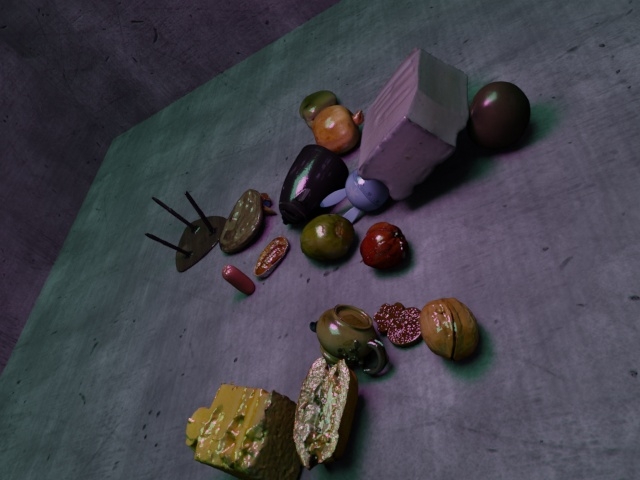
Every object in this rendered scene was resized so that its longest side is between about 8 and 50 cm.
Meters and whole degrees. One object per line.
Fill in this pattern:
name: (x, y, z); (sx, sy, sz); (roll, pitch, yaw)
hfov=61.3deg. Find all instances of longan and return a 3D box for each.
longan: (0.560, -0.393, 1.698); (0.197, 0.220, 0.196); (-2, 40, 1)

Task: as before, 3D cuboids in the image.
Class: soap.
soap: (0.302, -0.390, 1.799); (0.350, 0.213, 0.434); (-44, 23, 39)

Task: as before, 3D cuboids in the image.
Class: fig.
fig: (0.002, -0.012, 1.866); (0.234, 0.167, 0.167); (1, 55, 33)

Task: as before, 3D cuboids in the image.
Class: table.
table: (-0.599, -0.081, 2.380); (0.318, 0.249, 0.317); (-24, 42, 23)

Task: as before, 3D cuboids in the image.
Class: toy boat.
toy boat: (-0.236, -0.157, 2.284); (0.066, 0.065, 0.172); (-47, 42, 10)

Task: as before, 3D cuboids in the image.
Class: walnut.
walnut: (0.327, 0.225, 1.377); (0.144, 0.144, 0.180); (-28, 32, 18)

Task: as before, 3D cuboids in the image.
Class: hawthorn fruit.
hawthorn fruit: (0.189, 0.026, 1.689); (0.172, 0.148, 0.148); (-41, 34, 33)

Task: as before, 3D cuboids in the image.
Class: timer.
timer: (0.142, -0.159, 1.919); (0.255, 0.176, 0.175); (-45, 26, 48)

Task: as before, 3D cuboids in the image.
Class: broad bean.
broad bean: (-0.014, -0.622, 2.491); (0.189, 0.121, 0.263); (-26, 39, 15)

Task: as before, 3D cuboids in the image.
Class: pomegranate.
pomegranate: (0.065, -0.448, 2.205); (0.207, 0.207, 0.207); (-24, 42, 23)

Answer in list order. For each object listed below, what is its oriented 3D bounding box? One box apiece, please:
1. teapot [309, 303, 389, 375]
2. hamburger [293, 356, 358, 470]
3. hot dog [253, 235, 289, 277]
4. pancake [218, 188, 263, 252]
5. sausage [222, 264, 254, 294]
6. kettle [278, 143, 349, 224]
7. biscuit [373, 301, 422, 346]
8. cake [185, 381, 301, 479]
teapot: (0.072, 0.295, 1.534); (0.270, 0.173, 0.182); (34, 114, 31)
hamburger: (0.015, 0.459, 1.411); (0.144, 0.156, 0.282); (3, 60, 19)
hot dog: (-0.187, 0.061, 2.045); (0.192, 0.053, 0.099); (-52, 35, -15)
pancake: (-0.329, -0.074, 2.260); (0.295, 0.050, 0.294); (-31, 44, 35)
sausage: (-0.302, 0.144, 1.984); (0.062, 0.154, 0.062); (-20, 48, 24)
kettle: (-0.054, -0.182, 2.067); (0.290, 0.208, 0.268); (-60, 5, -18)
biscuit: (0.227, 0.235, 1.540); (0.124, 0.026, 0.175); (-49, 39, -10)
cake: (-0.202, 0.527, 1.474); (0.286, 0.227, 0.222); (-5, 52, 38)
